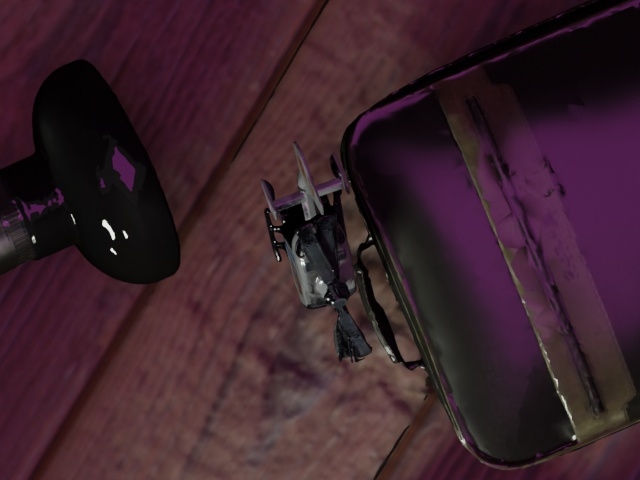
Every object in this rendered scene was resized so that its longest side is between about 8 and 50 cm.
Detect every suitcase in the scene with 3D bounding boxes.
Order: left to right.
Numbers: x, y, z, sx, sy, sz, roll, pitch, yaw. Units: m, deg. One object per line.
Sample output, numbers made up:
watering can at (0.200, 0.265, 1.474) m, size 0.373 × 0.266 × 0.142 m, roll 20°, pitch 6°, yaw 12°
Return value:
suitcase at (0.232, -0.031, 1.245) m, size 0.434 × 0.194 × 0.283 m, roll -22°, pitch 95°, yaw 2°

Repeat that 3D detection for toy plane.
toy plane at (0.000, -0.001, 1.165) m, size 0.053 × 0.197 × 0.078 m, roll -19°, pitch 58°, yaw -6°

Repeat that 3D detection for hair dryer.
hair dryer at (-0.285, -0.068, 1.231) m, size 0.320 × 0.156 × 0.284 m, roll -16°, pitch 81°, yaw -12°
